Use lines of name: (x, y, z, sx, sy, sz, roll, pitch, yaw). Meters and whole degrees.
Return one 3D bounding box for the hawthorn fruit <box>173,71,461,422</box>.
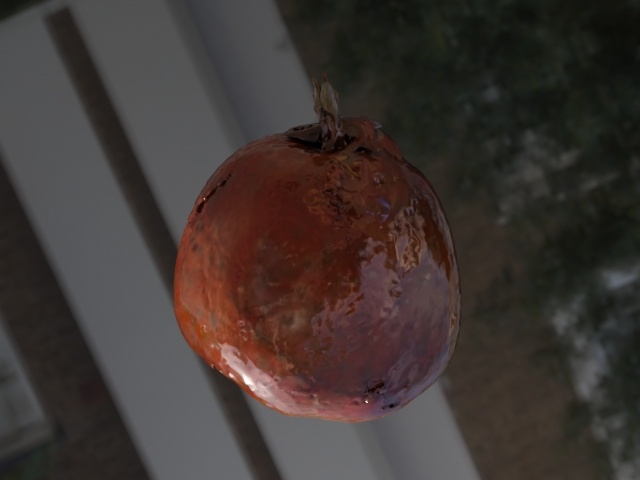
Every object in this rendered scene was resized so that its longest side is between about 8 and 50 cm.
hawthorn fruit: (0.000, 0.000, 1.721, 0.276, 0.307, 0.276, 4, -152, -2)
